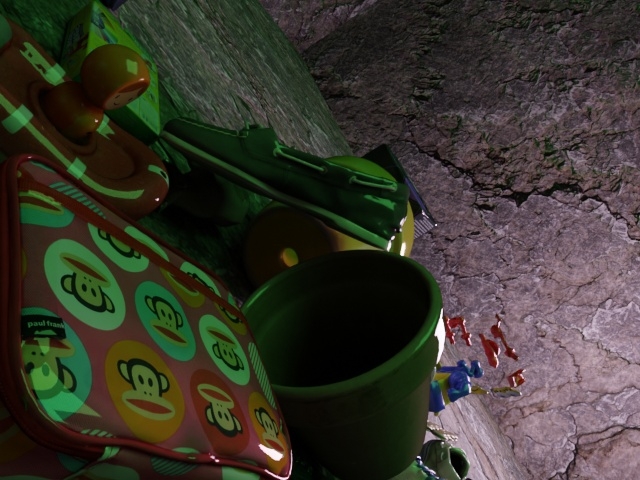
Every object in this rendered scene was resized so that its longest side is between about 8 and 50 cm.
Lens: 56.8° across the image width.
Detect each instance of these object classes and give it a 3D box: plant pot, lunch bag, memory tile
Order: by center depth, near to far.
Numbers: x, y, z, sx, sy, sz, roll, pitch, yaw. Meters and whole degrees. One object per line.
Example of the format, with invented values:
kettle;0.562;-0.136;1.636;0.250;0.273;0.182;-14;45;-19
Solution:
lunch bag;-0.154;0.077;0.456;0.293;0.120;0.258;45;15;-51
plant pot;0.041;0.175;0.741;0.263;0.263;0.229;-96;169;-61
plant pot;0.000;0.000;0.964;0.254;0.254;0.239;60;29;1
memory tile;0.236;0.400;1.279;0.113;0.012;0.148;25;-6;29

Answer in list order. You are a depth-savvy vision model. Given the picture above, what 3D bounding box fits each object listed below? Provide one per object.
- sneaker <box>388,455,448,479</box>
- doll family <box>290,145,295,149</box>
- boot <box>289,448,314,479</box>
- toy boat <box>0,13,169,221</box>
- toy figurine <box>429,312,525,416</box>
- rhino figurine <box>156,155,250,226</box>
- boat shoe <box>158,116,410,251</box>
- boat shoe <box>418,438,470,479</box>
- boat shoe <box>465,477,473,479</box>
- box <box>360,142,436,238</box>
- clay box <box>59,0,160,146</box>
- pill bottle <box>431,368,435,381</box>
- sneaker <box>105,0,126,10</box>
sneaker;0.150;0.359;0.805;0.127;0.182;0.315;52;15;-35
doll family;-0.048;-0.173;1.494;0.111;0.076;0.193;34;25;-53
boot;-0.014;0.293;0.639;0.099;0.045;0.121;54;7;-33
toy boat;-0.220;-0.121;0.543;0.231;0.151;0.151;51;16;-33
toy figurine;0.232;0.291;1.301;0.217;0.362;0.191;-19;92;-33
rhino figurine;-0.171;-0.072;0.802;0.106;0.073;0.243;58;14;13
boat shoe;-0.035;-0.093;0.764;0.335;0.095;0.112;25;-3;-17
boat shoe;0.249;0.453;1.165;0.109;0.094;0.302;62;13;13
boat shoe;0.355;0.612;1.295;0.083;0.065;0.183;51;9;-23
box;0.068;-0.041;1.185;0.165;0.270;0.143;64;14;19
clay box;-0.276;-0.225;0.788;0.127;0.053;0.222;47;16;-42
pill bottle;0.158;0.199;1.243;0.160;0.160;0.283;56;13;-13
sneaker;-0.344;-0.426;0.989;0.059;0.053;0.144;52;6;-32
